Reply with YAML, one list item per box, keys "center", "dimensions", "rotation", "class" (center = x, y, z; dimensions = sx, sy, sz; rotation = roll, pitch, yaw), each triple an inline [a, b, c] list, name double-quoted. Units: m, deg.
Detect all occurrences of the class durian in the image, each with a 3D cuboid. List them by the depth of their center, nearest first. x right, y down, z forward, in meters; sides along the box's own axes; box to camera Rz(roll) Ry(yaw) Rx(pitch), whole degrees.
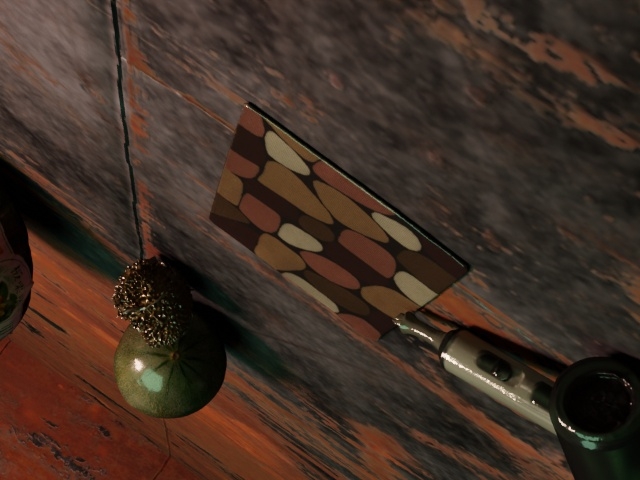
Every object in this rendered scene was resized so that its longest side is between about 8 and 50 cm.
- center: [-0.153, 0.059, 1.003]
  dimensions: [0.080, 0.080, 0.091]
  rotation: [19, 134, 42]
  class: "durian"

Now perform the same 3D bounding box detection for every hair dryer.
- center: [0.112, 0.083, 0.641]
  dimensions: [0.197, 0.057, 0.100]
  rotation: [27, 158, 39]
  class: "hair dryer"

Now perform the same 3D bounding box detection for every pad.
- center: [0.000, 0.000, 0.706]
  dimensions: [0.158, 0.003, 0.235]
  rotation: [36, 161, 0]
  class: "pad"

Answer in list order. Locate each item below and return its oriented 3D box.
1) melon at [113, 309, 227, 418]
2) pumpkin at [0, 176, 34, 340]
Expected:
- center: [-0.151, 0.125, 1.104]
  dimensions: [0.114, 0.114, 0.167]
  rotation: [36, 159, 2]
  class: "melon"
- center: [-0.413, -0.008, 1.161]
  dimensions: [0.260, 0.189, 0.260]
  rotation: [20, 127, 29]
  class: "pumpkin"
